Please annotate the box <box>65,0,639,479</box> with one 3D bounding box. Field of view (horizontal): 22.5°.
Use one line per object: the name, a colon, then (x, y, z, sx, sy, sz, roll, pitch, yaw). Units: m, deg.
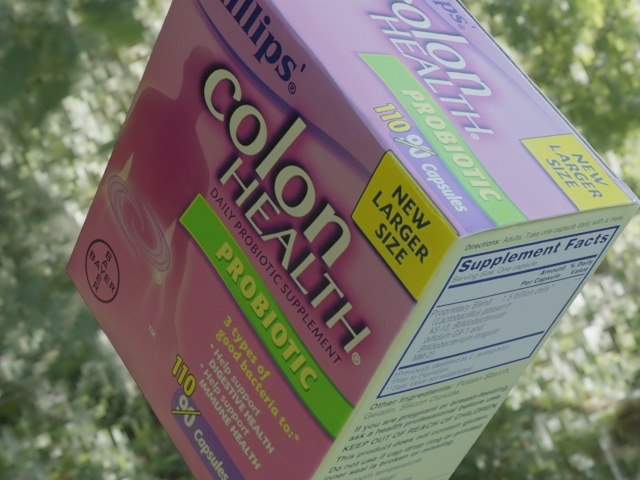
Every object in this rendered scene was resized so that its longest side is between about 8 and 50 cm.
box: (0.000, 0.000, 0.798, 0.213, 0.117, 0.243, 54, -46, 29)
